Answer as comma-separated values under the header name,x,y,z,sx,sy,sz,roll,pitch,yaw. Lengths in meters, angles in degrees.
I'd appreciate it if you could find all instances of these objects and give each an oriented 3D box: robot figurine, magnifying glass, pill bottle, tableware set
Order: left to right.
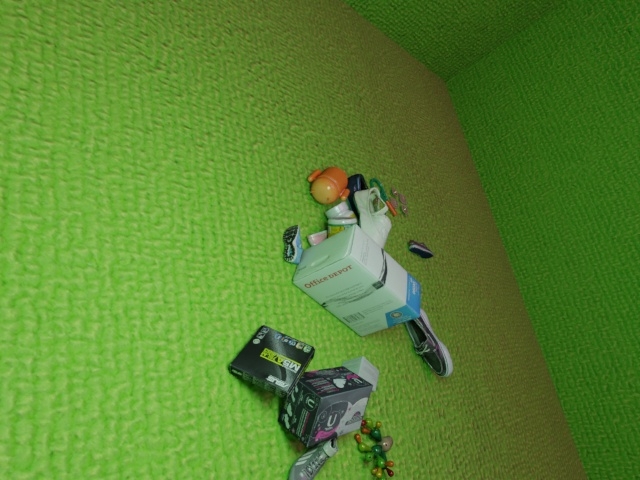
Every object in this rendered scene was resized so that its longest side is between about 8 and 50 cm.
name,x,y,z,sx,sy,sz,roll,pitch,yaw
robot figurine,0.036,-0.236,1.869,0.158,0.128,0.219,61,35,-19
pill bottle,0.089,0.014,1.740,0.118,0.118,0.208,-13,105,-52
pill bottle,0.111,-0.053,1.847,0.208,0.119,0.119,59,38,-3
magnifying glass,0.331,-0.227,2.288,0.230,0.026,0.092,53,38,-9
tableware set,0.434,-0.219,2.401,0.169,0.020,0.140,27,50,-37

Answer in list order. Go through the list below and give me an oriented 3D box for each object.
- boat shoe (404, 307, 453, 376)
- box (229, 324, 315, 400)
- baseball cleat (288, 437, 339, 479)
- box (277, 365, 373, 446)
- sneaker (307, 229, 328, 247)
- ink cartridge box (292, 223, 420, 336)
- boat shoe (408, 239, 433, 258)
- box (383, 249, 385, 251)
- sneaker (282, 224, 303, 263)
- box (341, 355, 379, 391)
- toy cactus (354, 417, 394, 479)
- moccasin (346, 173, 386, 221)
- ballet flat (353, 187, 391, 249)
name,x,y,z,sx,sy,sz,roll,pitch,yaw
boat shoe,0.466,0.466,1.962,0.119,0.121,0.335,-10,65,-43
box,-0.138,0.353,1.286,0.191,0.045,0.184,21,34,16
baseball cleat,-0.016,0.645,1.283,0.072,0.109,0.206,49,33,4
box,0.020,0.502,1.338,0.248,0.142,0.163,9,99,-46
sneaker,0.000,0.000,1.746,0.134,0.051,0.070,-20,90,-53
ink cartridge box,0.140,0.159,1.614,0.395,0.286,0.166,41,41,-26
boat shoe,0.541,0.042,2.326,0.183,0.066,0.066,25,49,-38
box,0.268,0.162,1.900,0.270,0.060,0.216,51,38,-35
sneaker,-0.098,0.017,1.627,0.073,0.064,0.161,44,42,-50
box,0.138,0.487,1.563,0.101,0.102,0.087,46,38,-21
toy cactus,0.210,0.719,1.520,0.181,0.112,0.218,8,53,-58
moccasin,0.214,-0.149,2.024,0.138,0.117,0.341,-31,92,-52
ballet flat,0.223,-0.091,1.803,0.139,0.139,0.400,35,31,-31
